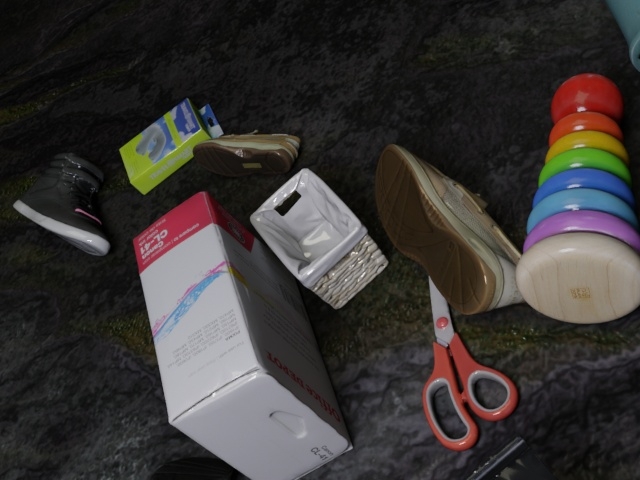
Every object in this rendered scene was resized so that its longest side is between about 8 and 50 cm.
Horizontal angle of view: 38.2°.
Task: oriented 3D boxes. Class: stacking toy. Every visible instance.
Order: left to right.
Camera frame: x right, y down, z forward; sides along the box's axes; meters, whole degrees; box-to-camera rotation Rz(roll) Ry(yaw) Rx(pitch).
[{"bbox_3d":[0.314,-0.069,1.094,0.141,0.141,0.330,-10,45,29],"label":"stacking toy"}]

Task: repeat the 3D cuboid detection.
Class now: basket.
[{"bbox_3d":[0.000,0.000,1.259,0.113,0.103,0.167,-42,43,0],"label":"basket"}]

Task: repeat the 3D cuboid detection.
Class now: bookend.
[{"bbox_3d":[0.225,0.282,0.847,0.072,0.156,0.157,-41,45,1],"label":"bookend"}]

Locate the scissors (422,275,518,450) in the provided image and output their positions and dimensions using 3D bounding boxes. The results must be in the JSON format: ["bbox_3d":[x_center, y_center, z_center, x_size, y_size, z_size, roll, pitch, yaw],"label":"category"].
[{"bbox_3d":[0.144,0.120,1.125,0.109,0.021,0.297,-32,45,9],"label":"scissors"}]

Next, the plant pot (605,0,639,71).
[{"bbox_3d":[0.459,-0.340,1.111,0.271,0.271,0.255,-10,67,29],"label":"plant pot"}]

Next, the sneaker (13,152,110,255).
[{"bbox_3d":[-0.425,-0.073,1.607,0.295,0.104,0.147,23,77,48],"label":"sneaker"}]

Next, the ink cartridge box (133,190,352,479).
[{"bbox_3d":[-0.101,0.121,1.148,0.131,0.226,0.306,-31,44,11],"label":"ink cartridge box"}]

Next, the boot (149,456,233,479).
[{"bbox_3d":[-0.168,0.369,1.085,0.085,0.236,0.179,4,99,12],"label":"boot"}]

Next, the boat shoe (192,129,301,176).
[{"bbox_3d":[-0.116,-0.146,1.490,0.190,0.068,0.072,8,49,27],"label":"boat shoe"}]

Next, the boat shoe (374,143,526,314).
[{"bbox_3d":[0.164,-0.020,1.173,0.302,0.098,0.109,56,139,46],"label":"boat shoe"}]

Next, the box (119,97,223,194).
[{"bbox_3d":[-0.263,-0.172,1.619,0.178,0.042,0.109,-36,45,7],"label":"box"}]
